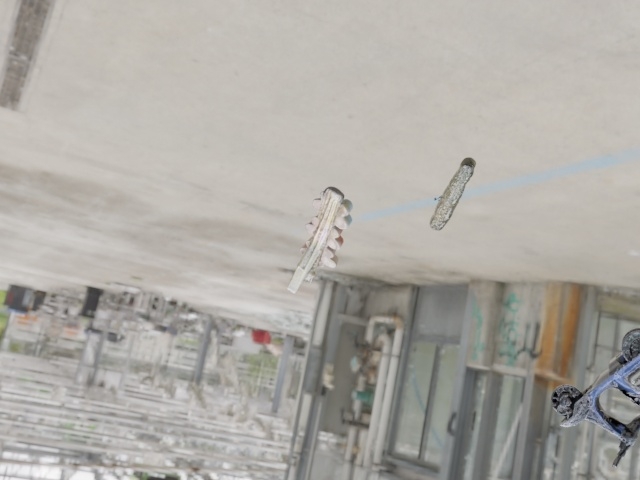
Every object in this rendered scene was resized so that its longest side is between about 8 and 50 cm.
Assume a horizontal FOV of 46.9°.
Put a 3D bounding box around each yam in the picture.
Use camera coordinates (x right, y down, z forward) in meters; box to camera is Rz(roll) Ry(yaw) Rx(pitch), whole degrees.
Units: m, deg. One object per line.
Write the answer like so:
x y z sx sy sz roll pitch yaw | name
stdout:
0.166 -0.055 0.955 0.029 0.027 0.234 37 166 10 | yam

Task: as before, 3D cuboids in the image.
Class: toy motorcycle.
0.713 0.348 1.696 0.212 0.358 0.125 51 -162 15 | toy motorcycle

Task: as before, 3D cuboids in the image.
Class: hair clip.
0.004 -0.003 1.008 0.062 0.056 0.214 35 135 11 | hair clip
